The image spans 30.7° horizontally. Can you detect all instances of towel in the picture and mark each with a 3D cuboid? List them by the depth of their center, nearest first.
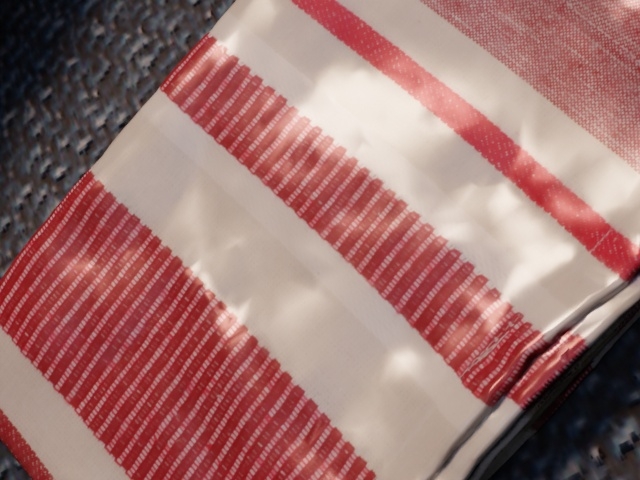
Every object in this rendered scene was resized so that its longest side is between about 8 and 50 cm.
[{"bbox_3d":[0.000,0.000,0.482,0.329,0.037,0.237,-49,61,5],"label":"towel"}]
